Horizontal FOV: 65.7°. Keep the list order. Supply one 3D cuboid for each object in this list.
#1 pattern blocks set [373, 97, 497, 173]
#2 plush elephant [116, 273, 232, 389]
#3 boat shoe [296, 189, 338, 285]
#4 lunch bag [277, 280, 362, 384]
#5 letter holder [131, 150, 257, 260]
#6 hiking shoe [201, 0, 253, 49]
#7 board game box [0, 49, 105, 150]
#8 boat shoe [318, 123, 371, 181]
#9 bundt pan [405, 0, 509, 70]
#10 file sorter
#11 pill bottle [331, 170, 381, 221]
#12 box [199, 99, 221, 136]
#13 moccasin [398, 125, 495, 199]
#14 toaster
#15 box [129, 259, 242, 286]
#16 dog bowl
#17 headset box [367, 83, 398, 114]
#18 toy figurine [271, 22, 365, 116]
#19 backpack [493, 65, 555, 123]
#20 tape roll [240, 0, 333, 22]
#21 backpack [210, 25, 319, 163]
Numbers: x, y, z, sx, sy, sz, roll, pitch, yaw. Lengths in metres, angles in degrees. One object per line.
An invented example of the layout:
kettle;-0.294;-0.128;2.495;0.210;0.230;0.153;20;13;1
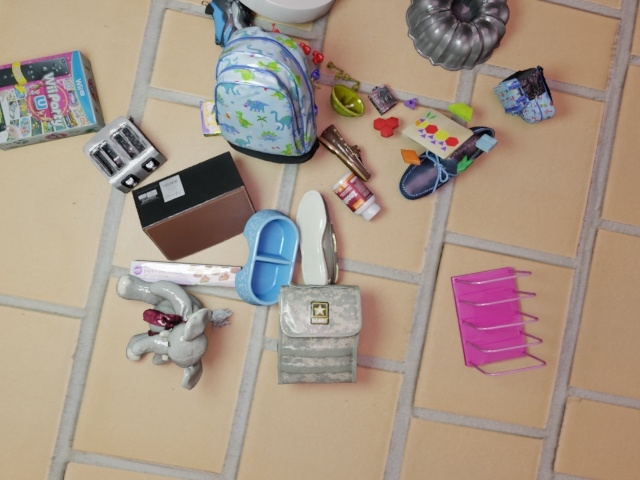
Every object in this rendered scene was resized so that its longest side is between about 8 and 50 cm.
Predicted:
pattern blocks set;0.350;-0.325;1.505;0.286;0.026;0.324;-33;59;-12
plush elephant;-0.411;0.262;1.378;0.330;0.255;0.271;3;107;-12
boat shoe;-0.004;0.000;1.516;0.109;0.091;0.304;-7;85;35
lunch bag;-0.008;0.261;1.441;0.236;0.169;0.286;1;108;-5
letter holder;-0.359;-0.093;1.472;0.302;0.214;0.152;-24;59;-6
hiking shoe;-0.249;-0.603;1.516;0.132;0.113;0.303;-17;95;23
board game box;-0.818;-0.408;1.453;0.304;0.097;0.223;-14;90;-6
boat shoe;0.087;-0.273;1.537;0.207;0.073;0.073;44;88;-3
bundt pan;0.444;-0.712;1.553;0.331;0.124;0.330;0;89;-6
file sorter;0.547;0.242;1.511;0.202;0.182;0.290;-9;90;-5
pill bottle;0.114;-0.135;1.530;0.086;0.086;0.152;-44;92;-4
box;-0.275;-0.380;1.525;0.179;0.043;0.105;-7;90;-7
moccasin;0.387;-0.258;1.540;0.342;0.117;0.137;-41;92;-4
toaster;-0.579;-0.260;1.462;0.168;0.110;0.185;-41;92;-5
box;-0.400;0.099;1.493;0.324;0.067;0.062;4;89;-6
dog bowl;-0.151;0.055;1.475;0.166;0.074;0.296;11;90;-30
headset box;0.195;-0.450;1.570;0.062;0.032;0.083;-37;93;-4
toy figurine;-0.068;-0.448;1.511;0.363;0.217;0.191;23;44;-31
backpack;0.646;-0.440;1.554;0.117;0.158;0.173;-32;103;4
tape roll;-0.113;-0.836;1.475;0.393;0.072;0.391;5;75;-18
backpack;-0.147;-0.371;1.299;0.290;0.355;0.273;17;45;7
